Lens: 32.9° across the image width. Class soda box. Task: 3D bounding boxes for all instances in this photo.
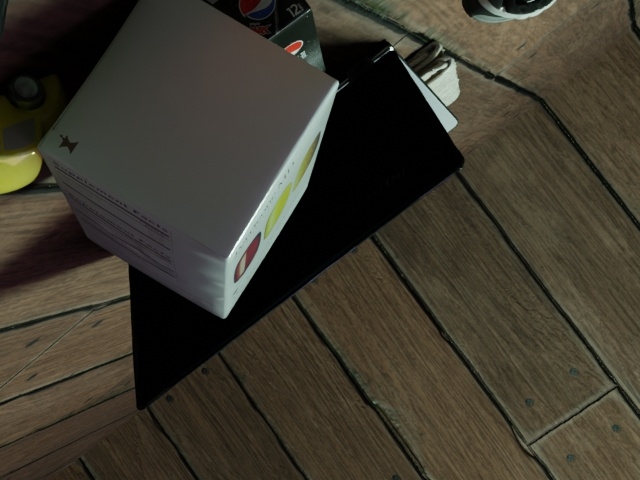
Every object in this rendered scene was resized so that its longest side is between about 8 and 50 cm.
[{"bbox_3d":[-0.037,-0.152,0.811,0.060,0.053,0.169,-37,174,-1],"label":"soda box"}]

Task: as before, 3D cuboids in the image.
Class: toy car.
[{"bbox_3d":[-0.253,-0.025,0.599,0.239,0.053,0.225,-36,173,-1],"label":"toy car"}]

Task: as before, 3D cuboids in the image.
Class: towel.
[{"bbox_3d":[0.102,-0.167,1.425,0.187,0.049,0.282,-36,173,8],"label":"towel"}]

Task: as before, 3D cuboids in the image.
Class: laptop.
[{"bbox_3d":[0.000,0.000,1.190,0.382,0.236,0.408,-37,156,12],"label":"laptop"}]

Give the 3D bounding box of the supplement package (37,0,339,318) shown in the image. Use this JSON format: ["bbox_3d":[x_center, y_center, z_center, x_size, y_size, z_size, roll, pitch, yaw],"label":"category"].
[{"bbox_3d":[-0.087,-0.050,0.756,0.139,0.133,0.244,-59,178,-12],"label":"supplement package"}]

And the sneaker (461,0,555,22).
[{"bbox_3d":[0.254,-0.307,1.105,0.271,0.100,0.108,-31,-174,-15],"label":"sneaker"}]

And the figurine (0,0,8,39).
[{"bbox_3d":[-0.217,-0.019,0.400,0.214,0.092,0.209,-30,151,-35],"label":"figurine"}]
